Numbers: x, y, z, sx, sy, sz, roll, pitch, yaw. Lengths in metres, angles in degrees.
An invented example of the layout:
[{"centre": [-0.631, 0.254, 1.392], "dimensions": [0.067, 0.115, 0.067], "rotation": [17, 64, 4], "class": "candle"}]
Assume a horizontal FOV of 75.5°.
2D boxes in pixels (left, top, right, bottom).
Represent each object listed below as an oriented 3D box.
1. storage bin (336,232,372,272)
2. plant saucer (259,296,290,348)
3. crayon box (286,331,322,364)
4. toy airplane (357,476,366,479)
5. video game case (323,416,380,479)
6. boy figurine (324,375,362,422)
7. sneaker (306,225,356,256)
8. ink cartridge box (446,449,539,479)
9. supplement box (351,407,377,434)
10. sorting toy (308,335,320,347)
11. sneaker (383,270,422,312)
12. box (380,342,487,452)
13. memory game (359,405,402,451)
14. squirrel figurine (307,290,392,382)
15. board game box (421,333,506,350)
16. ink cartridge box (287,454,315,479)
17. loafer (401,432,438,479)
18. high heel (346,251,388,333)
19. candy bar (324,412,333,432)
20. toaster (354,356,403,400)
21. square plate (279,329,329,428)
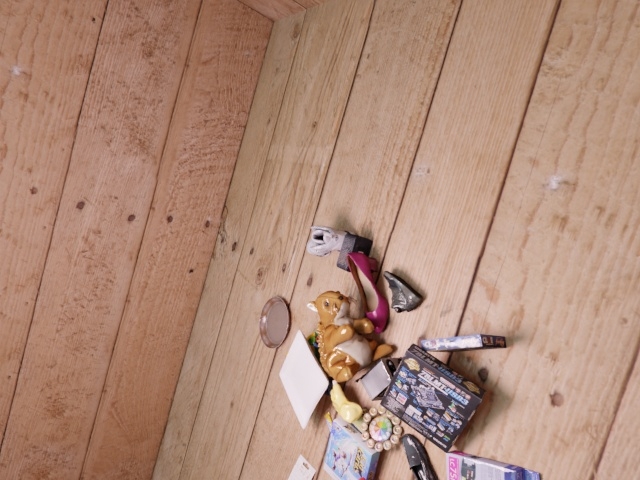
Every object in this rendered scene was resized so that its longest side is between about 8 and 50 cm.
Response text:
[{"centre": [0.168, 0.065, 2.037], "dimensions": [0.084, 0.122, 0.179], "rotation": [23, 98, 52], "class": "storage bin"}, {"centre": [-0.271, 0.499, 2.513], "dimensions": [0.311, 0.050, 0.309], "rotation": [-16, 68, 47], "class": "plant saucer"}, {"centre": [-0.062, 0.621, 2.196], "dimensions": [0.278, 0.081, 0.165], "rotation": [-44, 49, 34], "class": "crayon box"}, {"centre": [0.188, 1.168, 1.546], "dimensions": [0.384, 0.273, 0.385], "rotation": [-135, 40, -75], "class": "toy airplane"}, {"centre": [0.131, 0.969, 1.824], "dimensions": [0.244, 0.061, 0.269], "rotation": [23, 109, 45], "class": "video game case"}, {"centre": [0.094, 0.724, 1.893], "dimensions": [0.285, 0.092, 0.177], "rotation": [21, 129, 66], "class": "boy figurine"}, {"centre": [0.000, 0.000, 2.190], "dimensions": [0.366, 0.211, 0.137], "rotation": [-9, 73, 50], "class": "sneaker"}, {"centre": [0.570, 0.836, 1.380], "dimensions": [0.311, 0.065, 0.185], "rotation": [-13, 70, 47], "class": "ink cartridge box"}, {"centre": [0.197, 0.807, 1.845], "dimensions": [0.083, 0.056, 0.083], "rotation": [27, 101, 51], "class": "supplement box"}, {"centre": [-0.015, 0.512, 2.087], "dimensions": [0.102, 0.042, 0.061], "rotation": [-24, 41, 35], "class": "sorting toy"}, {"centre": [0.332, 0.232, 1.817], "dimensions": [0.130, 0.087, 0.227], "rotation": [-56, 48, 15], "class": "sneaker"}, {"centre": [0.399, 0.574, 1.509], "dimensions": [0.296, 0.073, 0.293], "rotation": [30, 118, 24], "class": "box"}, {"centre": [0.253, 0.791, 1.745], "dimensions": [0.187, 0.012, 0.186], "rotation": [-16, 49, 19], "class": "memory game"}, {"centre": [0.072, 0.423, 1.887], "dimensions": [0.370, 0.281, 0.397], "rotation": [61, 150, 11], "class": "squirrel figurine"}, {"centre": [0.513, 0.374, 1.493], "dimensions": [0.243, 0.165, 0.042], "rotation": [-21, 63, 46], "class": "board game box"}, {"centre": [-0.094, 1.221, 2.115], "dimensions": [0.146, 0.045, 0.179], "rotation": [18, 75, 52], "class": "ink cartridge box"}, {"centre": [0.375, 0.857, 1.595], "dimensions": [0.076, 0.078, 0.223], "rotation": [-53, 45, 27], "class": "loafer"}, {"centre": [0.198, 0.238, 1.902], "dimensions": [0.127, 0.182, 0.376], "rotation": [-32, 56, 41], "class": "high heel"}, {"centre": [0.058, 0.922, 2.015], "dimensions": [0.040, 0.018, 0.161], "rotation": [-52, 44, 28], "class": "candy bar"}, {"centre": [0.273, 0.579, 1.727], "dimensions": [0.185, 0.168, 0.110], "rotation": [-52, 46, 27], "class": "toaster"}, {"centre": [-0.081, 0.686, 2.061], "dimensions": [0.347, 0.049, 0.343], "rotation": [53, 129, 45], "class": "square plate"}]
